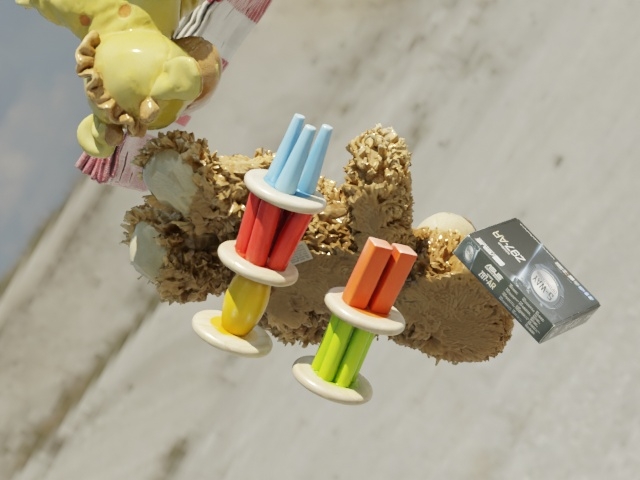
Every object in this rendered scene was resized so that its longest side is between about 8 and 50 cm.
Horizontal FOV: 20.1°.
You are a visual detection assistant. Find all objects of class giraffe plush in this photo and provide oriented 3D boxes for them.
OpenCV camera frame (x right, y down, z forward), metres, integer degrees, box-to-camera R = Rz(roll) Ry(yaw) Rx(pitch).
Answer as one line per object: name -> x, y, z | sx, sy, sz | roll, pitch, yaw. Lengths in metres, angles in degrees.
giraffe plush -> -0.139, -0.164, 1.417 | 0.181, 0.210, 0.170 | 126, 127, -64

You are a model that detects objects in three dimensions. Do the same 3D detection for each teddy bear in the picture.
teddy bear -> 0.000, 0.000, 1.478 | 0.113, 0.338, 0.245 | -77, -13, -52

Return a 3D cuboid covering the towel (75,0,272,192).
towel -> -0.111, -0.189, 1.778 | 0.329, 0.037, 0.237 | -56, -5, 4

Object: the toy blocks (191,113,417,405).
toy blocks -> 0.002, 0.010, 1.086 | 0.054, 0.123, 0.148 | -45, -22, -70

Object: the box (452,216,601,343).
box -> 0.133, 0.025, 1.166 | 0.067, 0.083, 0.018 | -16, -31, -53
